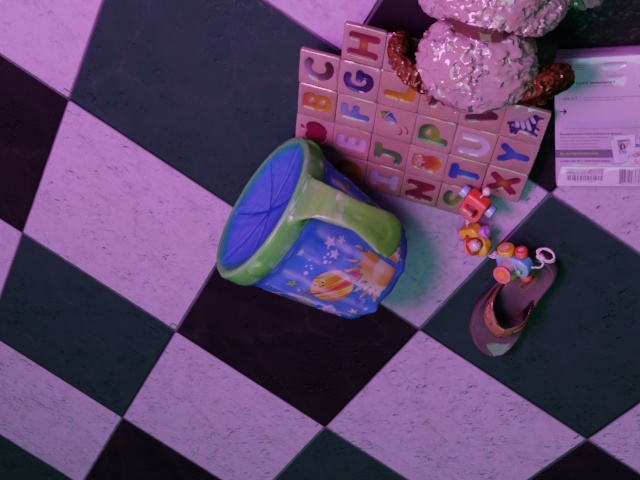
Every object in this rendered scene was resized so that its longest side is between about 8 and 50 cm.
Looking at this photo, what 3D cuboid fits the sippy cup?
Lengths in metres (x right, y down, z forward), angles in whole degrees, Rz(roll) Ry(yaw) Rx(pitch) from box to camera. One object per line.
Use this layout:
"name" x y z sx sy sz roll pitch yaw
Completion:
"sippy cup" 0.000 0.000 1.194 0.224 0.305 0.240 30 107 -22

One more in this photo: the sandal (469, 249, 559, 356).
"sandal" 0.299 0.108 1.250 0.090 0.060 0.219 29 130 0

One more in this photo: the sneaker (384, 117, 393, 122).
"sneaker" 0.097 -0.195 1.127 0.069 0.038 0.098 -21 114 32

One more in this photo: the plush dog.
"plush dog" 0.195 -0.255 0.918 0.262 0.210 0.225 13 115 12

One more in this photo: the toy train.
"toy train" 0.251 0.001 1.162 0.166 0.046 0.125 41 151 7

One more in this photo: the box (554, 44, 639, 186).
"box" 0.380 -0.158 1.040 0.145 0.038 0.186 1 125 20

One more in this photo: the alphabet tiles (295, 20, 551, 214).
"alphabet tiles" 0.130 -0.158 1.116 0.342 0.011 0.285 17 141 8
